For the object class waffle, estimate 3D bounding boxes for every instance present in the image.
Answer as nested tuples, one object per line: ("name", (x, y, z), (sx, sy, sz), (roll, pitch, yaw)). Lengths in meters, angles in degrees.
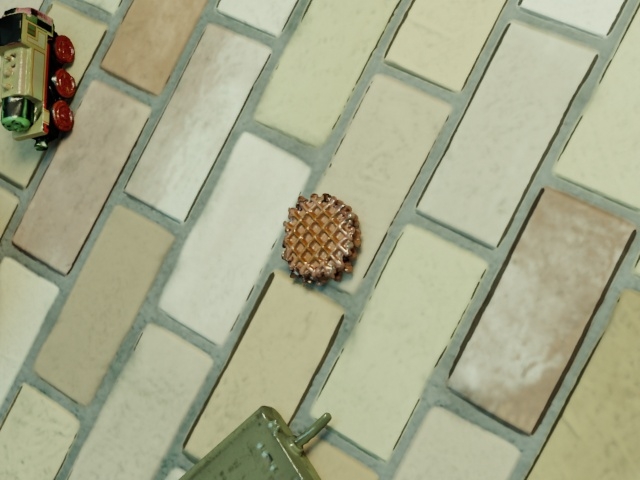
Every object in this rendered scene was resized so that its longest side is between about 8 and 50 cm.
("waffle", (0.000, 0.000, 1.205), (0.075, 0.029, 0.083), (1, 81, 32))

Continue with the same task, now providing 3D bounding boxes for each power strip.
("power strip", (-0.089, 0.236, 1.188), (0.268, 0.034, 0.092), (-43, 61, 13))

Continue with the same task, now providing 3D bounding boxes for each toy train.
("toy train", (-0.291, -0.163, 1.374), (0.050, 0.087, 0.138), (-11, 71, 29))
